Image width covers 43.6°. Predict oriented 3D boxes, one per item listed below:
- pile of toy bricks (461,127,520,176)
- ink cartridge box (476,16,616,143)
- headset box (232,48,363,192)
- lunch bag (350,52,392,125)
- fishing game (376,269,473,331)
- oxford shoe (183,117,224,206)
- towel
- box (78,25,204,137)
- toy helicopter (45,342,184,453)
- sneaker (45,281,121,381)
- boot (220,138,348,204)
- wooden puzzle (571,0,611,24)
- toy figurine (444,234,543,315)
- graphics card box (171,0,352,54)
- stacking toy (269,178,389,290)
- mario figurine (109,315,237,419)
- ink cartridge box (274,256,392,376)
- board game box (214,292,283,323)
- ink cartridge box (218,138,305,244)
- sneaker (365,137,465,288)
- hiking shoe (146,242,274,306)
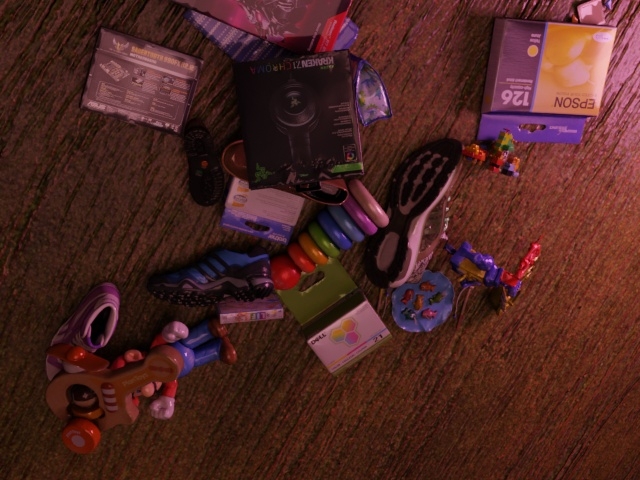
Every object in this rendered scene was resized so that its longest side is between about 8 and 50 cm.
[{"bbox_3d":[0.439,-0.222,1.952,0.212,0.118,0.105,2,111,-55],"label":"pile of toy bricks"},{"bbox_3d":[0.561,-0.389,1.997,0.304,0.072,0.307,0,108,-15],"label":"ink cartridge box"},{"bbox_3d":[-0.044,-0.244,1.697,0.246,0.131,0.283,-6,98,2],"label":"headset box"},{"bbox_3d":[0.095,-0.353,1.850,0.096,0.129,0.151,-19,113,-9],"label":"lunch bag"},{"bbox_3d":[0.277,0.165,2.128,0.264,0.041,0.189,8,109,-18],"label":"fishing game"},{"bbox_3d":[-0.266,-0.179,1.836,0.083,0.096,0.227,-6,130,-9],"label":"oxford shoe"},{"bbox_3d":[-0.103,-0.487,1.805,0.336,0.040,0.243,38,97,-21],"label":"towel"},{"bbox_3d":[-0.392,-0.346,1.756,0.231,0.056,0.183,14,104,-20],"label":"box"},{"bbox_3d":[-0.458,0.301,1.755,0.355,0.140,0.235,-25,107,21],"label":"toy helicopter"},{"bbox_3d":[-0.557,0.239,1.856,0.102,0.161,0.282,26,101,-23],"label":"sneaker"},{"bbox_3d":[-0.075,-0.153,1.816,0.305,0.115,0.112,15,106,-19],"label":"boot"},{"bbox_3d":[0.674,-0.563,2.002,0.116,0.014,0.078,-16,116,-10],"label":"wooden puzzle"},{"bbox_3d":[0.425,0.055,2.066,0.217,0.362,0.191,29,84,17],"label":"toy figurine"},{"bbox_3d":[-0.114,-0.551,1.709,0.371,0.094,0.232,20,104,-17],"label":"graphics card box"},{"bbox_3d":[0.000,0.000,1.950,0.330,0.141,0.141,-38,114,5],"label":"stacking toy"},{"bbox_3d":[-0.359,0.313,1.925,0.321,0.170,0.198,-26,82,-13],"label":"mario figurine"},{"bbox_3d":[0.031,0.187,2.030,0.189,0.097,0.255,-35,112,2],"label":"ink cartridge box"},{"bbox_3d":[-0.177,0.166,1.966,0.154,0.103,0.026,-4,109,-14],"label":"board game box"},{"bbox_3d":[-0.113,-0.160,1.895,0.186,0.065,0.311,15,101,-21],"label":"ink cartridge box"},{"bbox_3d":[0.262,-0.061,2.016,0.182,0.158,0.410,16,104,-47],"label":"sneaker"},{"bbox_3d":[-0.263,0.082,1.926,0.304,0.113,0.132,-3,65,0],"label":"hiking shoe"}]
